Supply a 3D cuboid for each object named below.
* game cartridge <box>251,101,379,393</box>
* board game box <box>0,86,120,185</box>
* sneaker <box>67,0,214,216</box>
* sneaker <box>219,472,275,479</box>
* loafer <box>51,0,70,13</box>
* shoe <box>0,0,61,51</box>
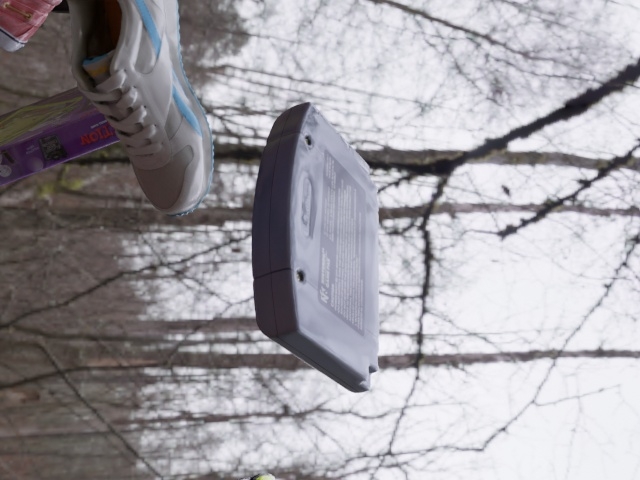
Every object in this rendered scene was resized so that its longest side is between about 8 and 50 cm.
[{"bbox_3d":[0.000,0.000,0.890,0.062,0.198,0.297,-20,-129,31],"label":"game cartridge"},{"bbox_3d":[-0.344,-0.144,1.014,0.208,0.347,0.056,-108,178,-68],"label":"board game box"},{"bbox_3d":[-0.161,-0.126,0.681,0.087,0.092,0.228,-5,-74,32],"label":"sneaker"},{"bbox_3d":[-0.097,0.300,0.750,0.111,0.300,0.121,-33,-109,13],"label":"sneaker"},{"bbox_3d":[-0.340,-0.297,0.909,0.061,0.170,0.062,-68,170,-71],"label":"loafer"},{"bbox_3d":[-0.332,-0.262,0.743,0.081,0.178,0.063,-41,-139,11],"label":"shoe"}]
